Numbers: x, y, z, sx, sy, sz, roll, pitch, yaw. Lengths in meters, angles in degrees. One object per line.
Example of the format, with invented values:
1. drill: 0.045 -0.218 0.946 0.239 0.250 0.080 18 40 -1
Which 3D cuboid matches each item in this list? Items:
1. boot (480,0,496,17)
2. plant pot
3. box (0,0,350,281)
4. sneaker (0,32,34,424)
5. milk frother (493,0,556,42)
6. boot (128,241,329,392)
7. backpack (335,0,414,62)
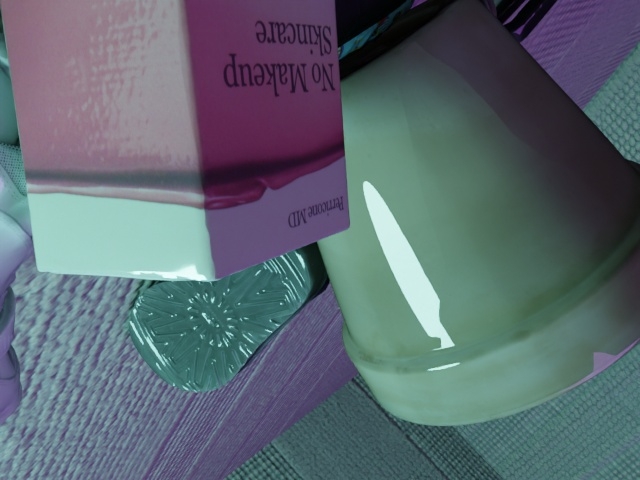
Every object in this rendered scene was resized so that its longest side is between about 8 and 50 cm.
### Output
1. boot: 0.058 -0.186 0.827 0.208 0.076 0.189 -31 -172 -32
2. plant pot: 0.112 -0.050 0.705 0.323 0.280 0.323 -31 -164 10
3. box: -0.076 -0.106 0.439 0.148 0.126 0.233 -22 110 -58
4. sneaker: -0.234 0.014 0.535 0.210 0.137 0.366 -38 160 -14
5. milk frother: 0.199 -0.314 0.937 0.135 0.129 0.143 -47 122 6
6. boot: 0.001 -0.001 1.045 0.367 0.146 0.445 -32 -177 43
7. backpack: 0.009 -0.217 0.614 0.173 0.117 0.158 -35 161 -32
